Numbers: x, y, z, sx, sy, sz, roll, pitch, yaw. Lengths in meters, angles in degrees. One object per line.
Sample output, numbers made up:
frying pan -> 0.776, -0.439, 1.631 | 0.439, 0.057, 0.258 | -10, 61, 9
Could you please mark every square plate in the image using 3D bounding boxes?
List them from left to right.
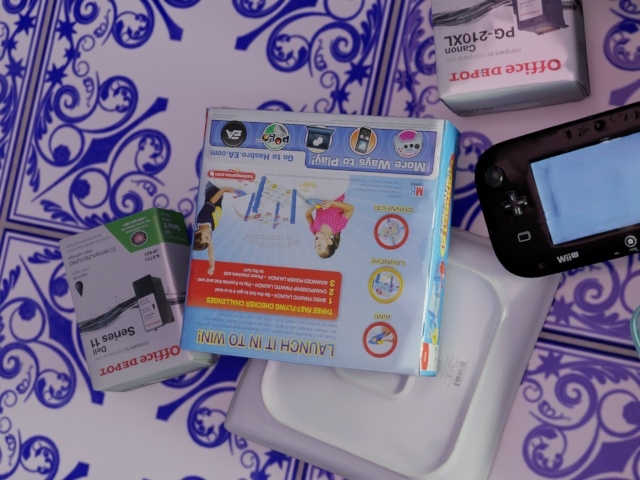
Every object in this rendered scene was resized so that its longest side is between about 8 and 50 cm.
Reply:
square plate -> 0.079, 0.133, 1.692 | 0.344, 0.049, 0.347 | 20, 90, 20

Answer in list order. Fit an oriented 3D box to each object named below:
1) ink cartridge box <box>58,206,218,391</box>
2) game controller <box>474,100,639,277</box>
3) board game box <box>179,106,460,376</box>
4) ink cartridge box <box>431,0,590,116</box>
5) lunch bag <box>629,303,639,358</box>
ink cartridge box -> -0.236, 0.080, 1.781 | 0.153, 0.087, 0.208 | -19, 79, 16
game controller -> 0.340, -0.065, 1.575 | 0.319, 0.067, 0.166 | -16, 83, 22
board game box -> 0.000, 0.000, 1.662 | 0.308, 0.086, 0.302 | 5, 86, 19
ink cartridge box -> 0.226, -0.283, 1.663 | 0.172, 0.100, 0.237 | -6, 82, 18
lunch bag -> 0.489, 0.140, 1.524 | 0.224, 0.108, 0.279 | -29, 76, 13
